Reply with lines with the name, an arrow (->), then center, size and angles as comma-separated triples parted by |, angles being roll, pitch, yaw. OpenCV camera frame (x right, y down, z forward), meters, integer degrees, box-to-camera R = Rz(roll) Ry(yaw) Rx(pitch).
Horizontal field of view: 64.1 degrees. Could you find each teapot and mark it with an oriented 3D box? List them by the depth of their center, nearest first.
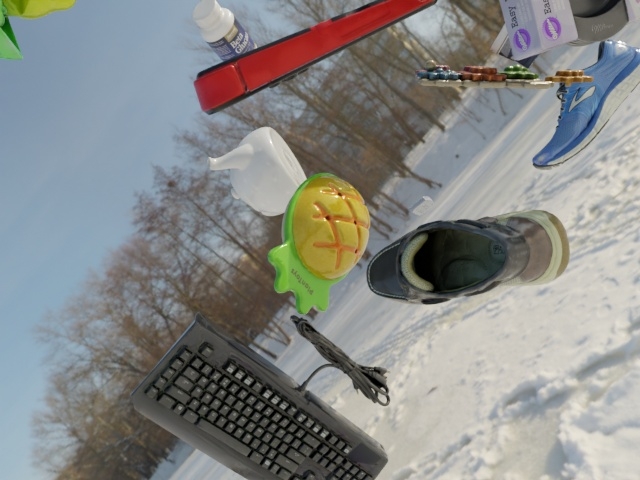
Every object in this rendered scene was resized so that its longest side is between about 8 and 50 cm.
teapot -> -0.156, -0.167, 1.392 | 0.187, 0.256, 0.252 | -30, 15, 13

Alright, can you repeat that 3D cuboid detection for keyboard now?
keyboard -> -0.032, 0.191, 0.595 | 0.201, 0.317, 0.033 | -51, 23, -7

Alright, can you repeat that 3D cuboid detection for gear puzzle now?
gear puzzle -> 0.357, -0.325, 0.995 | 0.175, 0.338, 0.044 | -71, -17, -68

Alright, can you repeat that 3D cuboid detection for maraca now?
maraca -> 0.000, 0.000, 0.621 | 0.099, 0.127, 0.186 | -13, 40, 45

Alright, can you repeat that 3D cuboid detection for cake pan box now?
cake pan box -> 0.373, -0.426, 0.770 | 0.245, 0.267, 0.070 | -20, 10, -15

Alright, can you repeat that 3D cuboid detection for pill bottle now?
pill bottle -> -0.238, -0.509, 1.266 | 0.094, 0.094, 0.169 | -47, -35, 1

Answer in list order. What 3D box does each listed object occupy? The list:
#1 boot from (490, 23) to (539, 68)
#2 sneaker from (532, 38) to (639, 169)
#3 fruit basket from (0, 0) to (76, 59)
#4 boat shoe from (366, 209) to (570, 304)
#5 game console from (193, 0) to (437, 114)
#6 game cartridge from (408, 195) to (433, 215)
boot -> 0.381, -0.396, 0.902 | 0.069, 0.086, 0.190 | -57, -7, -25
sneaker -> 0.590, -0.309, 1.178 | 0.330, 0.147, 0.130 | -55, -12, 9
fruit basket -> -0.720, -0.585, 1.099 | 0.392, 0.392, 0.283 | -46, -13, -17
boat shoe -> 0.103, 0.017, 0.458 | 0.073, 0.080, 0.223 | 0, -9, -31
game console -> -0.030, -0.294, 0.812 | 0.342, 0.060, 0.386 | -23, 20, -3
game cartridge -> 0.263, -0.090, 1.321 | 0.056, 0.017, 0.083 | -36, -20, 18
